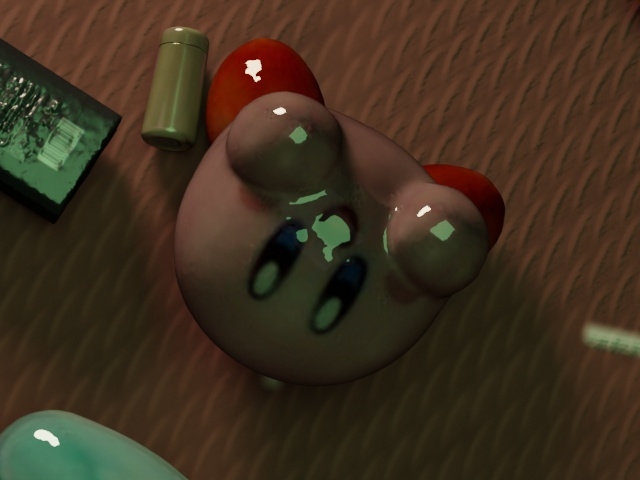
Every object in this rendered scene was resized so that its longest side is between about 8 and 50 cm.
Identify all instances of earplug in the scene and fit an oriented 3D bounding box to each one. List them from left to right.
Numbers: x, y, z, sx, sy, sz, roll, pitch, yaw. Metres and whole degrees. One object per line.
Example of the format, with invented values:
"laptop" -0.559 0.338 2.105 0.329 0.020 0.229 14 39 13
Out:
"earplug" -0.124 0.257 1.293 0.324 0.185 0.185 44 73 4

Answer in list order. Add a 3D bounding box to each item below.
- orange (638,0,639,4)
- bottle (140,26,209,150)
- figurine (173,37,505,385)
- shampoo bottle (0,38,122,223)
"orange" 0.316 -0.223 1.536 0.083 0.083 0.083 3 78 -13
"bottle" -0.116 -0.123 1.430 0.045 0.045 0.096 12 75 -11
"figurine" -0.003 0.003 1.360 0.269 0.261 0.211 32 101 -7
"shampoo bottle" -0.311 -0.137 1.371 0.309 0.071 0.098 33 74 -5
